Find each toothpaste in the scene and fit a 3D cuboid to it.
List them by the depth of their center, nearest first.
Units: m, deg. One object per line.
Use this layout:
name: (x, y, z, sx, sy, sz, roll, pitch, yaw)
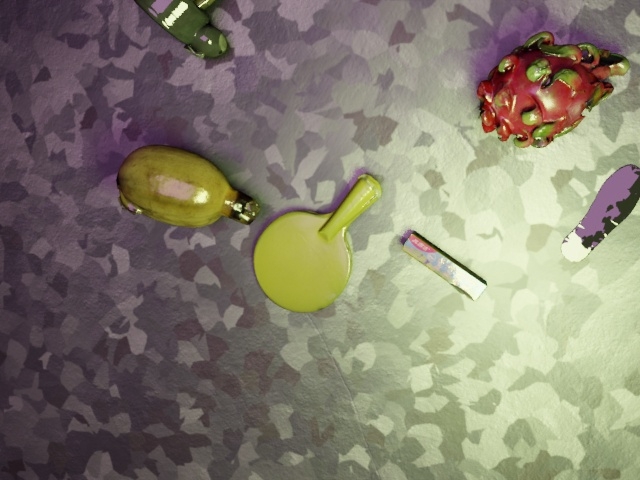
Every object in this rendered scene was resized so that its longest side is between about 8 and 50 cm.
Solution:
toothpaste: (0.263, 0.055, 1.397, 0.193, 0.070, 0.044, 35, 104, 5)

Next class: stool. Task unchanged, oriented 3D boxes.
stool: (-0.289, -0.503, 1.411, 0.139, 0.153, 0.228, -46, 129, 10)

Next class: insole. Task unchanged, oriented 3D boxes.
insole: (0.584, -0.052, 1.356, 0.080, 0.003, 0.232, 36, 102, 5)

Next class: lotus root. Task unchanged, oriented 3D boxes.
lotus root: (-0.284, -0.107, 1.430, 0.310, 0.183, 0.183, 16, 100, 4)

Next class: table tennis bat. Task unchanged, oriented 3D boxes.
table tennis bat: (0.000, 0.000, 1.456, 0.224, 0.054, 0.369, 42, 107, 5)

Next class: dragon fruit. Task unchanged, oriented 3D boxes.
dragon fruit: (0.437, -0.289, 1.272, 0.198, 0.273, 0.218, 7, 108, 55)
